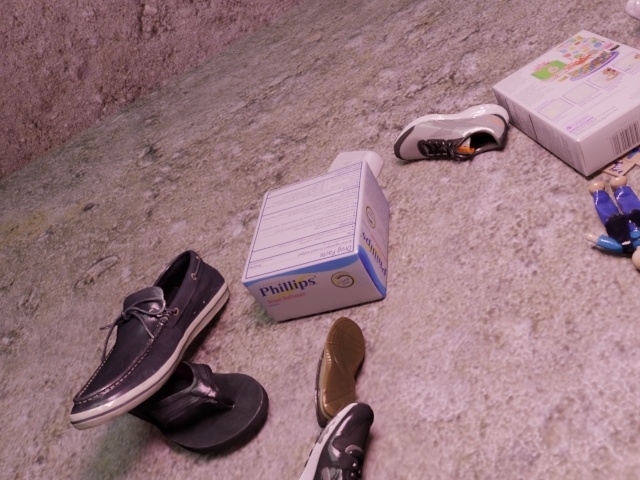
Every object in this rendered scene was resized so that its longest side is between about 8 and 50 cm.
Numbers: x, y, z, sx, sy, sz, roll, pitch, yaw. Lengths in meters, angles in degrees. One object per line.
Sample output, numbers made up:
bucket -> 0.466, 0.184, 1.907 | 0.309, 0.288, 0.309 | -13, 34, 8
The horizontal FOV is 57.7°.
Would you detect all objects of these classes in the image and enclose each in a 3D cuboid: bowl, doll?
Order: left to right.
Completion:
bowl -> 0.075, -0.176, 1.473 | 0.142, 0.053, 0.142 | 4, 53, 41
doll -> 0.516, -0.024, 0.985 | 0.129, 0.046, 0.189 | -14, 47, 11

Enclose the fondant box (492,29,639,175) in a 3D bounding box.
fondant box -> 0.547, -0.297, 1.204 | 0.238, 0.096, 0.330 | -32, 36, 5

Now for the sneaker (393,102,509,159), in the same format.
sneaker -> 0.294, -0.234, 1.337 | 0.271, 0.100, 0.108 | -11, 48, 27

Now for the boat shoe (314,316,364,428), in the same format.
boat shoe -> 0.026, 0.235, 1.049 | 0.073, 0.080, 0.224 | -53, 16, 37

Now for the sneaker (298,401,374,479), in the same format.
sneaker -> 0.030, 0.390, 0.882 | 0.124, 0.107, 0.283 | 21, 66, 31

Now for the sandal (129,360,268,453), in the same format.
sandal -> -0.298, 0.314, 1.179 | 0.445, 0.107, 0.168 | -1, 48, 38

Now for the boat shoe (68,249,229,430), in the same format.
boat shoe -> -0.359, 0.185, 1.209 | 0.186, 0.156, 0.500 | -19, 21, 30

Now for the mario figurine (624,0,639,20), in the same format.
mario figurine -> 0.781, -0.518, 1.210 | 0.198, 0.170, 0.320 | -57, 18, 29

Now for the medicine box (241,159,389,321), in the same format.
medicine box -> 0.000, 0.000, 1.260 | 0.263, 0.149, 0.289 | -15, 42, 23

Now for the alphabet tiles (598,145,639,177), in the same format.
alphabet tiles -> 0.615, -0.196, 1.127 | 0.198, 0.009, 0.237 | -40, 37, -8
